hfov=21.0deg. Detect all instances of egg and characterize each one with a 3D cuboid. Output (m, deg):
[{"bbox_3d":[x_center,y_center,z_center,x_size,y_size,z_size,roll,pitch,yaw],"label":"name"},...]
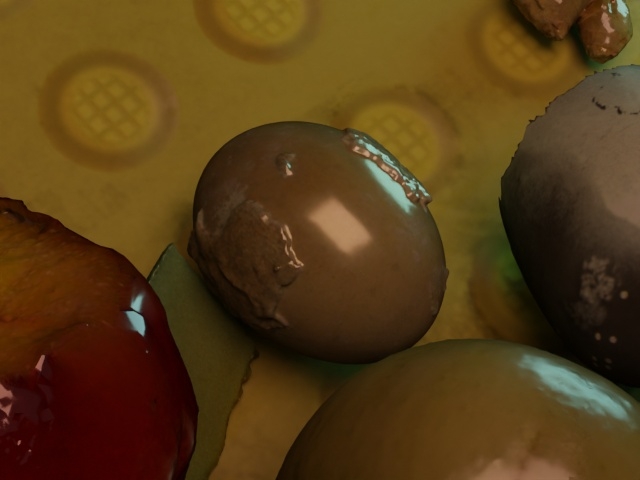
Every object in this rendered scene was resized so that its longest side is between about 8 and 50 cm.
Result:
[{"bbox_3d":[-0.002,0.003,1.231,0.201,0.164,0.164,39,62,16],"label":"egg"}]

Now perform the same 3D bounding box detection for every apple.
[{"bbox_3d":[0.102,0.209,1.083,0.292,0.292,0.254,29,63,2],"label":"apple"}]

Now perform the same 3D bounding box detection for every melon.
[{"bbox_3d":[-0.108,0.138,1.217,0.114,0.053,0.261,20,64,-24],"label":"melon"}]

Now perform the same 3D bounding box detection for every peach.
[{"bbox_3d":[-0.246,0.091,1.070,0.338,0.281,0.281,37,62,6],"label":"peach"}]

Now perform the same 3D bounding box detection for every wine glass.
[{"bbox_3d":[0.287,0.026,1.225,0.238,0.238,0.323,-22,51,-22],"label":"wine glass"}]

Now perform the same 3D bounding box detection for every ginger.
[{"bbox_3d":[0.248,-0.286,1.486,0.118,0.065,0.298,31,62,-13],"label":"ginger"}]
